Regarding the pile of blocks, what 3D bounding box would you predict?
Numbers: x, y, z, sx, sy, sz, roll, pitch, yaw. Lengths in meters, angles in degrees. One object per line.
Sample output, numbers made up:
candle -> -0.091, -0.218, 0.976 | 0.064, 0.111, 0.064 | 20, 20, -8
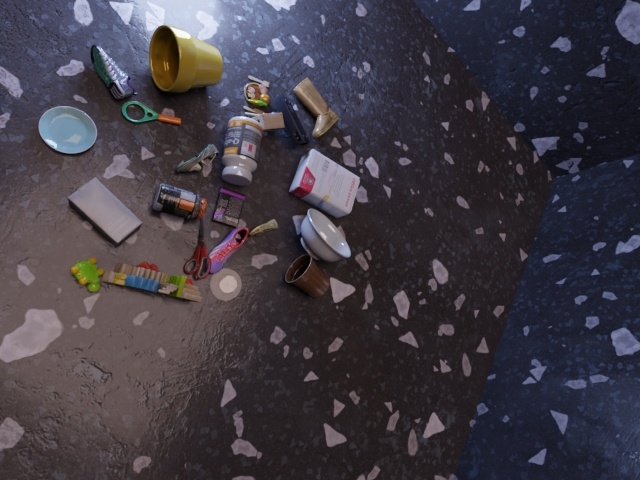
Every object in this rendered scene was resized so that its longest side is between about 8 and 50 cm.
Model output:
pile of blocks -> -0.631, 0.146, 1.546 | 0.363, 0.149, 0.112 | 18, 72, -26

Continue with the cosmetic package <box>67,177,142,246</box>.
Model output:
cosmetic package -> -0.813, -0.103, 1.516 | 0.238, 0.107, 0.127 | 48, 61, -11

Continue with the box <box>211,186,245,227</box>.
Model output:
box -> -0.413, -0.148, 1.803 | 0.116, 0.029, 0.161 | 19, 70, -26

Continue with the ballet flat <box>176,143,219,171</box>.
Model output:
ballet flat -> -0.529, -0.344, 1.747 | 0.213, 0.072, 0.068 | -46, 109, -29

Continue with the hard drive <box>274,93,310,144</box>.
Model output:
hard drive -> -0.139, -0.591, 1.983 | 0.254, 0.054, 0.172 | 63, 14, -8

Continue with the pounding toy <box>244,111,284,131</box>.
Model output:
pounding toy -> -0.270, -0.577, 1.919 | 0.130, 0.141, 0.100 | -16, 105, -32

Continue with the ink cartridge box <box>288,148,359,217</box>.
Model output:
ink cartridge box -> 0.023, -0.280, 2.027 | 0.306, 0.131, 0.225 | 29, 67, -25

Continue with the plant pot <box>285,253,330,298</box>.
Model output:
plant pot -> -0.052, 0.178, 1.887 | 0.165, 0.167, 0.166 | 44, 62, -26

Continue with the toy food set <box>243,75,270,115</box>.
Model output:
toy food set -> -0.308, -0.719, 1.967 | 0.133, 0.039, 0.191 | 12, 75, -28

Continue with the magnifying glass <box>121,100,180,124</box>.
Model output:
magnifying glass -> -0.715, -0.529, 1.699 | 0.231, 0.026, 0.092 | 5, 78, -31

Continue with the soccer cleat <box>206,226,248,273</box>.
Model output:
soccer cleat -> -0.402, 0.037, 1.734 | 0.083, 0.095, 0.248 | 45, 62, -16

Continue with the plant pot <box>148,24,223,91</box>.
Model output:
plant pot -> -0.562, -0.762, 1.719 | 0.239, 0.254, 0.253 | -15, 88, -46

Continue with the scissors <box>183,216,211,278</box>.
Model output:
scissors -> -0.496, 0.019, 1.707 | 0.109, 0.021, 0.296 | 10, 70, 3

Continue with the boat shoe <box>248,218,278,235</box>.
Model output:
boat shoe -> -0.263, -0.051, 1.858 | 0.153, 0.056, 0.048 | -30, 92, -39

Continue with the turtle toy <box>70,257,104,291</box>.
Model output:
turtle toy -> -0.852, 0.130, 1.465 | 0.130, 0.066, 0.095 | 60, 35, -10

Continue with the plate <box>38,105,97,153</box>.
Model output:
plate -> -0.963, -0.420, 1.531 | 0.188, 0.024, 0.187 | 6, 78, -29

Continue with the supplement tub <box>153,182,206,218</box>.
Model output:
supplement tub -> -0.579, -0.156, 1.654 | 0.191, 0.117, 0.116 | 17, 73, -28

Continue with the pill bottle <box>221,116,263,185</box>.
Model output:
pill bottle -> -0.357, -0.400, 1.806 | 0.162, 0.162, 0.278 | 15, 73, -28

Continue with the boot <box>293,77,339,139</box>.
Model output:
boot -> -0.049, -0.685, 2.093 | 0.269, 0.089, 0.236 | 47, 51, -15

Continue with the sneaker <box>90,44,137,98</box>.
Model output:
sneaker -> -0.844, -0.686, 1.636 | 0.098, 0.083, 0.223 | -38, 106, -51

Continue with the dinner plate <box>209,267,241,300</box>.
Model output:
dinner plate -> -0.411, 0.191, 1.747 | 0.141, 0.017, 0.141 | 6, 79, -31

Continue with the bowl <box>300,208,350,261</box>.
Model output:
bowl -> 0.000, 0.000, 1.924 | 0.298, 0.134, 0.297 | 44, 19, -19
